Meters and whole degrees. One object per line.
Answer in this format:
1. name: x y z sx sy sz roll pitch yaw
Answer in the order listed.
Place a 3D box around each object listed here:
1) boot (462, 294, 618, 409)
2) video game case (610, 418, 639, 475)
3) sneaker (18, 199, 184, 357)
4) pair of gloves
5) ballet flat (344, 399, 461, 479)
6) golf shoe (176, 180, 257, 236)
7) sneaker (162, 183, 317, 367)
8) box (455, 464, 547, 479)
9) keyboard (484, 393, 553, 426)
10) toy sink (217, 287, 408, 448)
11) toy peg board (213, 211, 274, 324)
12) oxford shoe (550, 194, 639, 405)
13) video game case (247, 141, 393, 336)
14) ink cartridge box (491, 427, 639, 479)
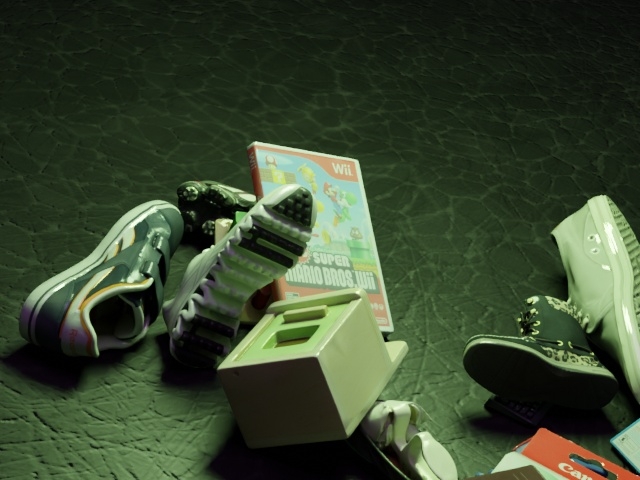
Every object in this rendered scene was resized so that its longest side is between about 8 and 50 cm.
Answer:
1. boot: 0.296 0.148 1.948 0.236 0.085 0.178 15 30 -17
2. video game case: 0.494 0.264 1.844 0.166 0.015 0.119 -35 43 -5
3. sneaker: -0.267 0.063 1.900 0.127 0.126 0.321 21 43 24
4. pair of gloves: 0.292 0.325 1.757 0.159 0.023 0.198 35 38 30
5. ballet flat: 0.114 0.264 1.723 0.095 0.096 0.280 -10 37 -32
6. golf shoe: -0.093 -0.030 2.138 0.273 0.105 0.120 25 17 10
7. sneaker: -0.120 0.031 1.862 0.110 0.292 0.118 33 11 -35
8. box: 0.178 0.374 1.492 0.203 0.168 0.167 -5 35 -27
9. keyboard: 0.294 0.200 1.965 0.108 0.023 0.180 24 32 20
10. toy sink: -0.005 0.150 1.777 0.153 0.131 0.234 -10 20 30
11. toy peg board: -0.069 0.036 1.982 0.160 0.079 0.161 4 65 -14
12. oxford shoe: 0.448 0.109 2.081 0.169 0.130 0.449 46 23 -34
13. video game case: 0.000 0.000 1.992 0.204 0.025 0.285 7 62 -39
14. ink cartridge box: 0.319 0.314 1.715 0.181 0.056 0.224 26 37 20
